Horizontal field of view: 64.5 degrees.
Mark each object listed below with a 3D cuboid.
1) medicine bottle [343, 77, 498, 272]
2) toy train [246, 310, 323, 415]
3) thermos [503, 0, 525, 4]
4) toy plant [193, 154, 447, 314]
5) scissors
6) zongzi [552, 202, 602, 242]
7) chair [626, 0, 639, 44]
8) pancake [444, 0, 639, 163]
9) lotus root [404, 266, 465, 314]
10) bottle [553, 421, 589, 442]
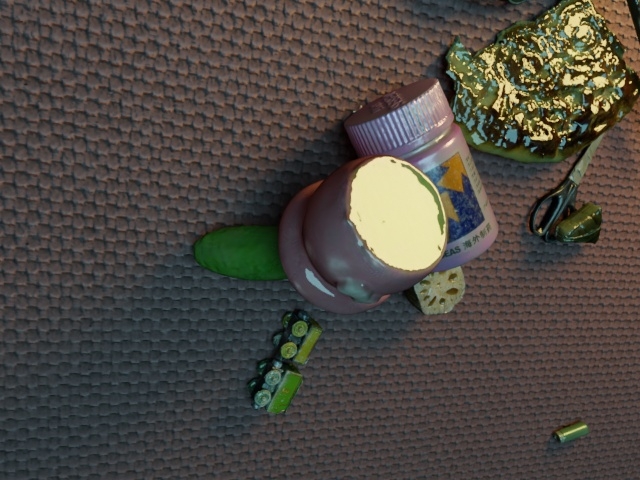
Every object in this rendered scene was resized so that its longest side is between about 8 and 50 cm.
[{"bbox_3d":[0.174,-0.107,0.870,0.178,0.178,0.291,-32,112,-8],"label":"medicine bottle"},{"bbox_3d":[-0.063,0.226,0.943,0.081,0.060,0.202,26,94,-29],"label":"toy train"},{"bbox_3d":[0.374,-0.533,0.858,0.287,0.145,0.182,-52,146,2],"label":"thermos"},{"bbox_3d":[0.002,0.002,0.779,0.316,0.356,0.211,18,72,-24],"label":"toy plant"},{"bbox_3d":[0.535,-0.136,1.064,0.109,0.022,0.300,26,93,-25],"label":"scissors"},{"bbox_3d":[0.541,-0.007,1.067,0.109,0.055,0.119,-32,129,-8],"label":"zongzi"},{"bbox_3d":[0.739,-0.452,0.873,0.410,0.362,0.365,40,79,-13],"label":"chair"},{"bbox_3d":[0.417,-0.294,0.976,0.426,0.067,0.305,-27,102,-9],"label":"pancake"},{"bbox_3d":[0.214,0.076,0.981,0.112,0.081,0.122,-28,110,-11],"label":"lotus root"},{"bbox_3d":[0.609,0.467,1.232,0.083,0.030,0.030,-13,107,-14],"label":"bottle"}]
